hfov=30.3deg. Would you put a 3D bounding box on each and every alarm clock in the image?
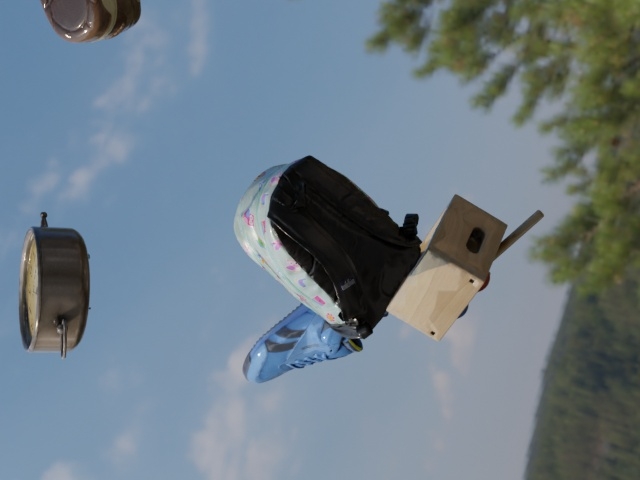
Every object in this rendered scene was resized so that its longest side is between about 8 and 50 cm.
[{"bbox_3d":[-0.267,0.060,1.198,0.192,0.064,0.129,-120,39,-58],"label":"alarm clock"}]

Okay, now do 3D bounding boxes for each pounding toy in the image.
[{"bbox_3d":[0.163,0.023,1.324,0.130,0.100,0.141,-59,-1,42],"label":"pounding toy"}]

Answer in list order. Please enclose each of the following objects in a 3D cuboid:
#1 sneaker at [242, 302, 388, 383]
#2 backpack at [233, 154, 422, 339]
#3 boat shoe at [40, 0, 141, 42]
[{"bbox_3d":[-0.007,0.120,1.403,0.209,0.082,0.069,-41,-19,21],"label":"sneaker"},{"bbox_3d":[0.000,0.000,1.222,0.115,0.182,0.152,-17,36,54],"label":"backpack"},{"bbox_3d":[-0.230,-0.308,1.080,0.095,0.095,0.257,-22,-79,-55],"label":"boat shoe"}]
